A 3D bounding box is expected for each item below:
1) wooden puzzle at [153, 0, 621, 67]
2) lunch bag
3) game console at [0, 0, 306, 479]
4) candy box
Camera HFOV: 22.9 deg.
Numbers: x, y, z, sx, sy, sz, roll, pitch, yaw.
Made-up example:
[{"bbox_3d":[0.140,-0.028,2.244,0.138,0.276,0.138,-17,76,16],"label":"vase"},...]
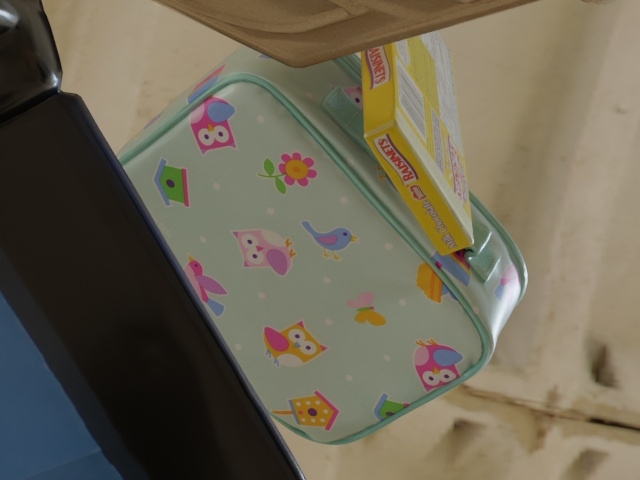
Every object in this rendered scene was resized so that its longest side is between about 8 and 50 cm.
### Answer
[{"bbox_3d":[-0.066,-0.187,0.746,0.322,0.348,0.080,23,-99,-27],"label":"wooden puzzle"},{"bbox_3d":[0.000,0.000,1.098,0.279,0.224,0.108,47,-143,-10],"label":"lunch bag"},{"bbox_3d":[-0.189,0.055,0.392,0.293,0.250,0.173,-24,-101,16],"label":"game console"},{"bbox_3d":[0.057,-0.094,0.991,0.027,0.206,0.105,-21,-53,17],"label":"candy box"}]
